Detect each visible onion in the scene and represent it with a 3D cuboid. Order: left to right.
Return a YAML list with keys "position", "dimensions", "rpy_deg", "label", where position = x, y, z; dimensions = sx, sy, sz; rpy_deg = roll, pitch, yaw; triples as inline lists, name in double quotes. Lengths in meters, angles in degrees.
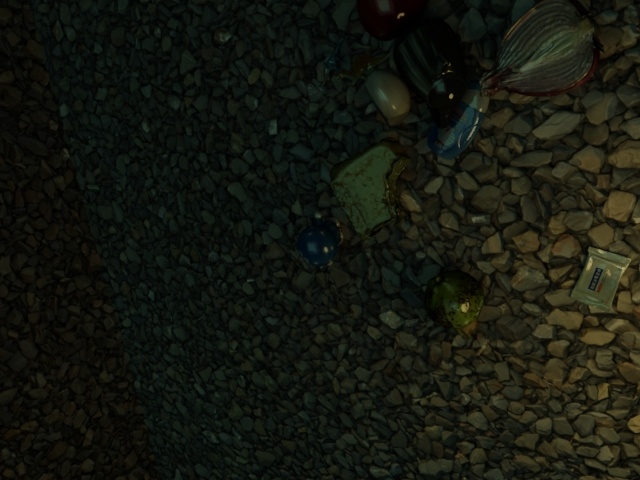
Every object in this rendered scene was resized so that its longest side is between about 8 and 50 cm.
- position: [0.643, -0.532, 1.524]
  dimensions: [0.348, 0.159, 0.267]
  rpy_deg: [-22, 82, 42]
  label: "onion"

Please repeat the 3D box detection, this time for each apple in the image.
- position: [0.227, -0.764, 1.670]
  dimensions: [0.218, 0.218, 0.201]
  rpy_deg: [-39, 86, 35]
  label: "apple"

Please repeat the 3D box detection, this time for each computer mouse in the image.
- position: [0.230, -0.486, 1.736]
  dimensions: [0.121, 0.297, 0.184]
  rpy_deg: [-36, 85, 12]
  label: "computer mouse"

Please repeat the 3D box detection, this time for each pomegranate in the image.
- position: [0.472, 0.237, 1.853]
  dimensions: [0.203, 0.222, 0.277]
  rpy_deg: [5, 128, 13]
  label: "pomegranate"

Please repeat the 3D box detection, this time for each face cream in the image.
- position: [0.464, -0.401, 1.719]
  dimensions: [0.149, 0.083, 0.264]
  rpy_deg: [43, 123, 25]
  label: "face cream"

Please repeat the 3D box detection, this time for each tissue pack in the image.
- position: [0.890, 0.124, 1.657]
  dimensions: [0.122, 0.026, 0.193]
  rpy_deg: [20, 115, 26]
  label: "tissue pack"

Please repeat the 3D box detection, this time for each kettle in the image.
- position: [0.350, -0.507, 1.621]
  dimensions: [0.251, 0.207, 0.271]
  rpy_deg: [-55, 39, 44]
  label: "kettle"

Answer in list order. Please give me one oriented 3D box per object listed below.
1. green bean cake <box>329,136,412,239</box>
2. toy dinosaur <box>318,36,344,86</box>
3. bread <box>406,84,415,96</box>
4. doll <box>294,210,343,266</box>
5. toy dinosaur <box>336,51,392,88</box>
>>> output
- position: [0.219, -0.192, 1.889]
  dimensions: [0.285, 0.202, 0.310]
  rpy_deg: [-24, 93, 23]
  label: "green bean cake"
- position: [0.045, -0.653, 1.919]
  dimensions: [0.080, 0.045, 0.197]
  rpy_deg: [47, 117, 40]
  label: "toy dinosaur"
- position: [0.317, -0.541, 1.796]
  dimensions: [0.046, 0.036, 0.083]
  rpy_deg: [-6, 100, 37]
  label: "bread"
- position: [0.000, 0.000, 2.043]
  dimensions: [0.161, 0.257, 0.215]
  rpy_deg: [-23, 97, 28]
  label: "doll"
- position: [0.161, -0.623, 1.869]
  dimensions: [0.212, 0.057, 0.142]
  rpy_deg: [-44, 61, 23]
  label: "toy dinosaur"
